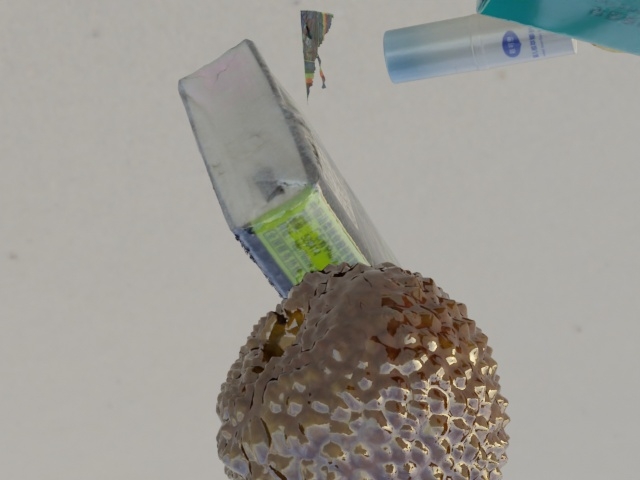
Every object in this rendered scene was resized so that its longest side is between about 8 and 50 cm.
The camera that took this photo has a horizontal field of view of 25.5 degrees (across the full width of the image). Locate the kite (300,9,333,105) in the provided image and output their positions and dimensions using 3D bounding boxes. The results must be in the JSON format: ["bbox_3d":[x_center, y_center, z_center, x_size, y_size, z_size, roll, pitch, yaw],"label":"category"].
[{"bbox_3d":[-0.007,-0.179,1.302,0.004,0.090,0.122,-8,153,-19],"label":"kite"}]

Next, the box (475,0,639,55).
[{"bbox_3d":[0.246,-0.224,1.059,0.245,0.153,0.092,13,154,-10],"label":"box"}]

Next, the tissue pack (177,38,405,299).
[{"bbox_3d":[0.000,0.000,1.601,0.124,0.288,0.394,-30,134,5],"label":"tissue pack"}]

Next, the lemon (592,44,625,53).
[{"bbox_3d":[0.385,-0.346,1.663,0.320,0.245,0.245,-51,175,-31],"label":"lemon"}]

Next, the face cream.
[{"bbox_3d":[0.213,-0.265,1.894,0.250,0.077,0.077,-8,159,16],"label":"face cream"}]

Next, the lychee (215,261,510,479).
[{"bbox_3d":[0.045,0.160,1.216,0.268,0.267,0.267,-12,156,-5],"label":"lychee"}]
